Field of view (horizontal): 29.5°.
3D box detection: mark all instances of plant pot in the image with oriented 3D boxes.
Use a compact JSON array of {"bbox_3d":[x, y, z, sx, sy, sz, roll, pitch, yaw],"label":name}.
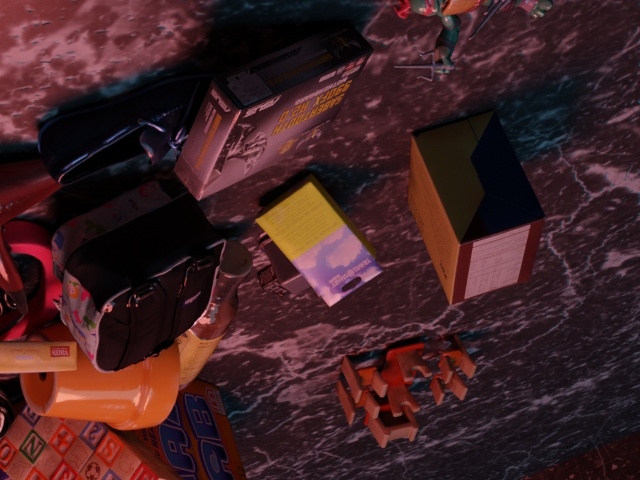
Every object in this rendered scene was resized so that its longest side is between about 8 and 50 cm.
[{"bbox_3d":[-0.348,0.193,1.858,0.188,0.205,0.205,-1,147,-40],"label":"plant pot"}]

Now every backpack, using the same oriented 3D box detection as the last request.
[{"bbox_3d":[-0.257,0.058,1.682,0.225,0.191,0.253,-30,153,-27],"label":"backpack"}]

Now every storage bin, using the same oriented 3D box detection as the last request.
[{"bbox_3d":[-0.022,0.015,1.894,0.135,0.091,0.098,-29,151,14],"label":"storage bin"}]

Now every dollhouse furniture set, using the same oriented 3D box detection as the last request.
[{"bbox_3d":[0.156,0.301,2.525,0.262,0.135,0.259,-10,139,-20],"label":"dollhouse furniture set"}]

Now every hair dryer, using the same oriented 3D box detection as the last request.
[{"bbox_3d":[-0.430,-0.007,1.568,0.293,0.080,0.223,-46,143,17],"label":"hair dryer"}]

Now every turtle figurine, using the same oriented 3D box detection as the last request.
[{"bbox_3d":[0.187,-0.292,1.461,0.234,0.118,0.175,-24,171,-27],"label":"turtle figurine"}]

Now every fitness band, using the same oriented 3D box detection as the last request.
[{"bbox_3d":[-0.472,0.066,1.735,0.209,0.054,0.291,-13,152,-20],"label":"fitness band"}]

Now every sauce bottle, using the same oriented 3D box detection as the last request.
[{"bbox_3d":[-0.198,0.119,1.947,0.111,0.111,0.344,-3,146,-30],"label":"sauce bottle"}]

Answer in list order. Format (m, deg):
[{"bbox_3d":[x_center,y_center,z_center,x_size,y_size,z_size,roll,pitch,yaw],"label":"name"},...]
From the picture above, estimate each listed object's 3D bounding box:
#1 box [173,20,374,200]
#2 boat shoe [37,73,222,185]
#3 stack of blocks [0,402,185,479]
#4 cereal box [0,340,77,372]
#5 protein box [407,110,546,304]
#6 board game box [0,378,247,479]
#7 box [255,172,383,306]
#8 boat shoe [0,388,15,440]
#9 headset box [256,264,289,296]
[{"bbox_3d":[-0.058,-0.161,1.505,0.231,0.056,0.183,-29,161,-37],"label":"box"},{"bbox_3d":[-0.216,-0.127,1.512,0.258,0.089,0.109,-21,152,0],"label":"boat shoe"},{"bbox_3d":[-0.373,0.368,1.946,0.171,0.297,0.087,-56,148,1],"label":"stack of blocks"},{"bbox_3d":[-0.484,0.167,1.730,0.240,0.047,0.173,-7,172,44],"label":"cereal box"},{"bbox_3d":[0.230,-0.046,1.833,0.136,0.200,0.201,-17,152,-7],"label":"protein box"},{"bbox_3d":[-0.365,0.461,2.174,0.356,0.356,0.356,-30,151,16],"label":"board game box"},{"bbox_3d":[0.000,0.000,1.813,0.109,0.042,0.178,-35,106,18],"label":"box"},{"bbox_3d":[-0.565,0.284,1.926,0.121,0.119,0.335,-56,159,-6],"label":"boat shoe"},{"bbox_3d":[-0.053,0.055,2.006,0.083,0.032,0.062,-33,150,20],"label":"headset box"}]
